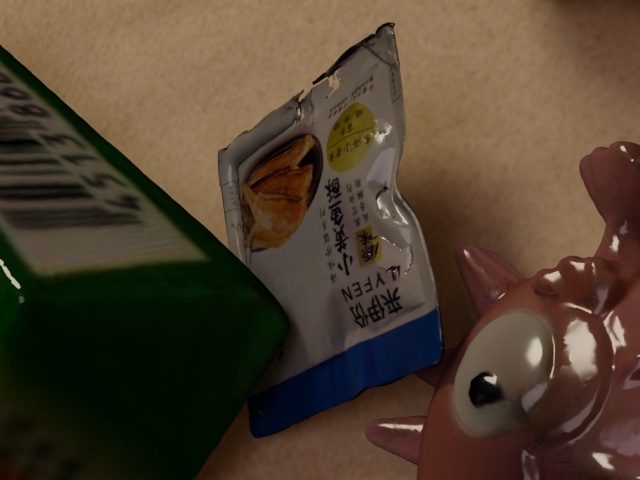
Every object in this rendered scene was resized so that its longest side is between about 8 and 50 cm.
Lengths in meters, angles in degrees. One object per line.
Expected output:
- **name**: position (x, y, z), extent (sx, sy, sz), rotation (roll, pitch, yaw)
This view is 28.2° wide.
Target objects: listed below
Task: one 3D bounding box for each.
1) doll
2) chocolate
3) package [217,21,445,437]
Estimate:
- **doll**: position (0.113, 0.086, 0.545), extent (0.211, 0.093, 0.262), rotation (14, 88, 47)
- **chocolate**: position (-0.243, 0.073, 0.730), extent (0.360, 0.161, 0.341), rotation (40, 109, 33)
- **package**: position (0.000, 0.000, 0.648), extent (0.171, 0.027, 0.173), rotation (-31, 59, 49)
